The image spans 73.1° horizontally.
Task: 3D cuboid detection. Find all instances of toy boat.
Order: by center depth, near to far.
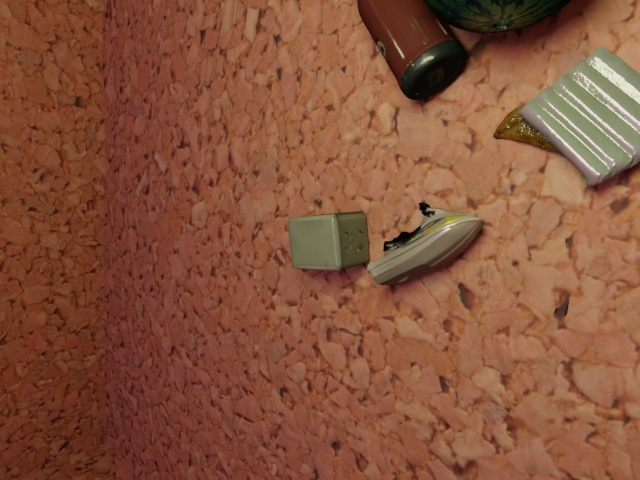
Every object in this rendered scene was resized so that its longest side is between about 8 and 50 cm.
[{"bbox_3d":[0.227,0.004,0.956,0.269,0.140,0.141,-49,65,32],"label":"toy boat"}]

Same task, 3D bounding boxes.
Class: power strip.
[{"bbox_3d":[0.000,0.000,1.143,0.224,0.140,0.139,-2,96,41],"label":"power strip"}]

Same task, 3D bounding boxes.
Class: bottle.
[{"bbox_3d":[0.167,-0.476,0.925,0.144,0.143,0.336,-38,71,38],"label":"bottle"}]

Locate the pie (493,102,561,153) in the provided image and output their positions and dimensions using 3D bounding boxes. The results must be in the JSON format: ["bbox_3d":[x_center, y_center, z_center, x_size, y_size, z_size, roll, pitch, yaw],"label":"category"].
[{"bbox_3d":[0.419,-0.214,0.816,0.169,0.034,0.092,36,121,38],"label":"pie"}]

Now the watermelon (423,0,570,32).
[{"bbox_3d":[0.302,-0.519,0.680,0.363,0.363,0.364,7,101,40],"label":"watermelon"}]

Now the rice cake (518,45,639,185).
[{"bbox_3d":[0.477,-0.210,0.735,0.189,0.037,0.198,-36,70,21],"label":"rice cake"}]
